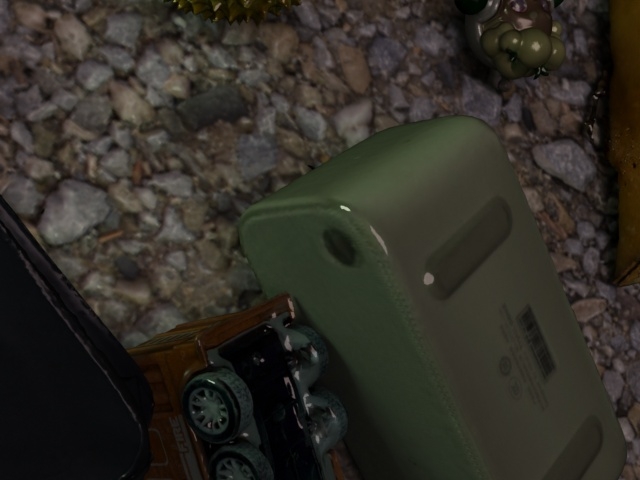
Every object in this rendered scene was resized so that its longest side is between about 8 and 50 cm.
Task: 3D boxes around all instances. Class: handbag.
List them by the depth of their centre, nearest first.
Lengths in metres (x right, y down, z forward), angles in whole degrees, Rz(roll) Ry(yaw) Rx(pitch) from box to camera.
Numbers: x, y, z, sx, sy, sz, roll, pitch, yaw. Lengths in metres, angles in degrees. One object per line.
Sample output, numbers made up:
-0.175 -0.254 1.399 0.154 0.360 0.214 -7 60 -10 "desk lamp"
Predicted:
-0.308 0.120 0.685 0.326 0.118 0.269 -33 103 1 "handbag"

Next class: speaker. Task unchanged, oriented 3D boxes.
0.115 0.100 0.859 0.184 0.183 0.406 -39 111 -34 "speaker"

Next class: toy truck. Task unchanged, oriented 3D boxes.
-0.064 0.211 0.803 0.136 0.162 0.305 -24 100 -55 "toy truck"

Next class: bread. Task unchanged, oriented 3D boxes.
0.401 -0.125 1.079 0.248 0.279 0.315 3 45 -25 "bread"

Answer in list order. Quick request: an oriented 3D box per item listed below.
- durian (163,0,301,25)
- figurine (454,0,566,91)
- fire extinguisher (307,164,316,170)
-0.095 -0.262 0.828 0.237 0.138 0.193 35 60 25 "durian"
0.185 -0.249 0.968 0.147 0.093 0.197 -13 93 -36 "figurine"
0.000 0.000 0.907 0.056 0.039 0.132 12 83 -43 "fire extinguisher"
